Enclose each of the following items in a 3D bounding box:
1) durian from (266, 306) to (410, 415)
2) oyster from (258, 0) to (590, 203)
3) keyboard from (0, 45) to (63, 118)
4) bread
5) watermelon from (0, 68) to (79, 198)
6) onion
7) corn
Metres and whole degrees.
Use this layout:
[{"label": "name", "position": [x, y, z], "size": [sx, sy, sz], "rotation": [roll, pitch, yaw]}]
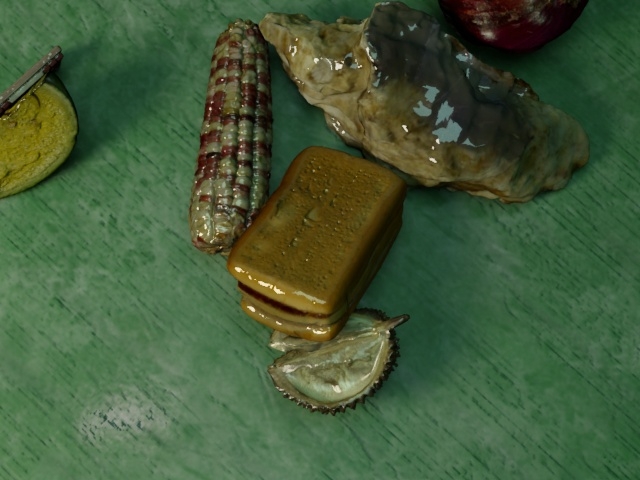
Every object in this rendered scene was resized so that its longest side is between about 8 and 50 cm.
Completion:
[{"label": "durian", "position": [0.024, 0.105, 1.137], "size": [0.140, 0.071, 0.110], "rotation": [-25, 71, 7]}, {"label": "oyster", "position": [0.100, -0.137, 1.186], "size": [0.341, 0.110, 0.166], "rotation": [38, 81, -6]}, {"label": "keyboard", "position": [-0.312, -0.125, 1.187], "size": [0.017, 0.055, 0.166], "rotation": [47, 71, -11]}, {"label": "bread", "position": [0.000, 0.000, 1.139], "size": [0.116, 0.077, 0.200], "rotation": [16, 47, 18]}, {"label": "watermelon", "position": [-0.295, -0.103, 1.164], "size": [0.181, 0.092, 0.075], "rotation": [-41, 57, 22]}, {"label": "onion", "position": [0.178, -0.261, 1.230], "size": [0.173, 0.198, 0.135], "rotation": [-26, 118, -25]}, {"label": "corn", "position": [-0.084, -0.100, 1.189], "size": [0.079, 0.079, 0.237], "rotation": [3, 71, -2]}]
